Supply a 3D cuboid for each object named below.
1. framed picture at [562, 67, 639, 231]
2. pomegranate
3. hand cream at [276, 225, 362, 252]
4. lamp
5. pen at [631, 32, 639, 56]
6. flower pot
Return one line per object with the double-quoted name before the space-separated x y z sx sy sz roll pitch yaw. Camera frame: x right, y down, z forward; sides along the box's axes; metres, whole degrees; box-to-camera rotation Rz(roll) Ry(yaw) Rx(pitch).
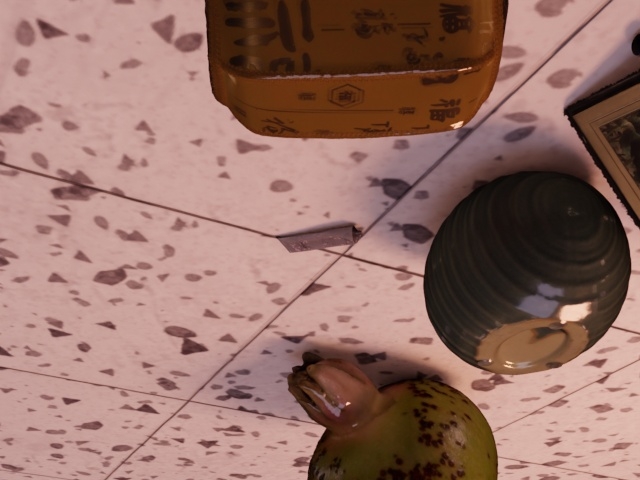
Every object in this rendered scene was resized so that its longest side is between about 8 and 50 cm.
"framed picture" 0.310 -0.058 0.707 0.195 0.010 0.199 54 147 -6
"pomegranate" 0.081 0.285 1.233 0.285 0.285 0.340 -30 104 40
"hand cream" 0.000 0.000 0.953 0.093 0.019 0.030 -11 145 22
"lamp" 0.021 -0.146 0.588 0.185 0.161 0.161 1 149 0
"pen" 0.343 -0.136 0.721 0.204 0.025 0.025 10 147 -14
"flower pot" 0.200 0.038 0.882 0.189 0.157 0.243 3 150 -7
